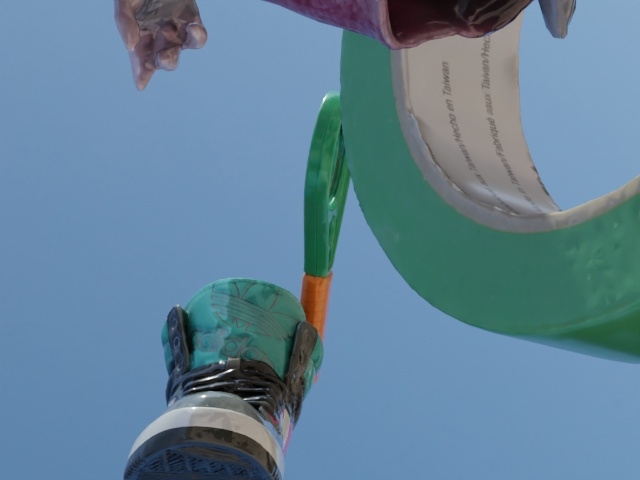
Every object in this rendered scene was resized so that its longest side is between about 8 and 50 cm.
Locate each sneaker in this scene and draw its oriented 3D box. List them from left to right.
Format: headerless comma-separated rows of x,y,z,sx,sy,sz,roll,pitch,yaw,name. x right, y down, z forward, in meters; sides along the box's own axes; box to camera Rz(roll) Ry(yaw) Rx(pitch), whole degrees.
-0.062,0.105,1.224,0.295,0.124,0.178,103,176,-70,sneaker

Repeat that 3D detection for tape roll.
0.133,-0.111,0.730,0.077,0.321,0.321,15,-111,-35,tape roll

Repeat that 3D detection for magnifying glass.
0.000,0.000,1.303,0.092,0.026,0.231,-57,-26,-66,magnifying glass

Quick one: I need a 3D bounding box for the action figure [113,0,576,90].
-0.087,-0.165,0.535,0.248,0.370,0.276,-33,-50,-64,action figure
